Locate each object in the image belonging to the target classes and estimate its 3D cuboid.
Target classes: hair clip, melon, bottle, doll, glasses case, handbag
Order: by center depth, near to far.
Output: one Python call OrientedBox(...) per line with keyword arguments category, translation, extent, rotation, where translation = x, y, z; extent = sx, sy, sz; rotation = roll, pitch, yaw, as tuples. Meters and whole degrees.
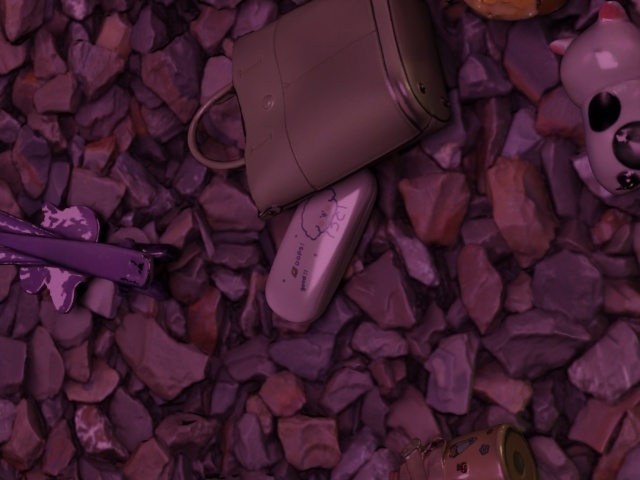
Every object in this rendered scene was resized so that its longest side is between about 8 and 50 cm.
OrientedBox(category="doll", translation=(0.302, -0.133, 1.232), extent=(0.110, 0.107, 0.181), rotation=(-30, 67, 44))
OrientedBox(category="bottle", translation=(0.140, 0.249, 1.301), extent=(0.152, 0.099, 0.099), rotation=(-19, 79, 28))
OrientedBox(category="melon", translation=(0.207, -0.299, 1.308), extent=(0.128, 0.079, 0.160), rotation=(-12, 82, 44))
OrientedBox(category="handbag", translation=(-0.013, -0.157, 1.398), extent=(0.315, 0.109, 0.241), rotation=(-25, 61, 32))
OrientedBox(category="glasses case", translation=(0.000, 0.000, 1.405), extent=(0.076, 0.049, 0.197), rotation=(29, 99, 27))
OrientedBox(category="hair clip", translation=(-0.292, 0.028, 1.538), extent=(0.278, 0.090, 0.137), rotation=(11, 93, 32))

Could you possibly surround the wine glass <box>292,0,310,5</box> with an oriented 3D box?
OrientedBox(category="wine glass", translation=(0.057, -0.349, 1.385), extent=(0.262, 0.074, 0.074), rotation=(-33, 74, 23))
